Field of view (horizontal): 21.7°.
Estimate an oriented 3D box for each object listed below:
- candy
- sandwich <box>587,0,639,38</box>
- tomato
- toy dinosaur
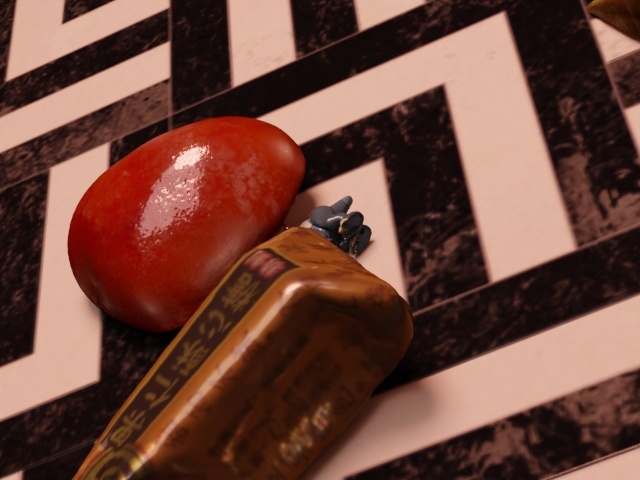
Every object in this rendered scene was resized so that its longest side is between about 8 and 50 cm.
[{"bbox_3d":[-0.062,0.110,0.968,0.271,0.101,0.143,-46,32,-10],"label":"candy"},{"bbox_3d":[0.241,-0.155,1.131,0.074,0.074,0.116,-38,4,-7],"label":"sandwich"},{"bbox_3d":[-0.104,-0.029,1.150,0.174,0.082,0.166,-49,32,-10],"label":"tomato"},{"bbox_3d":[0.000,0.000,1.102,0.047,0.030,0.083,19,59,44],"label":"toy dinosaur"}]
